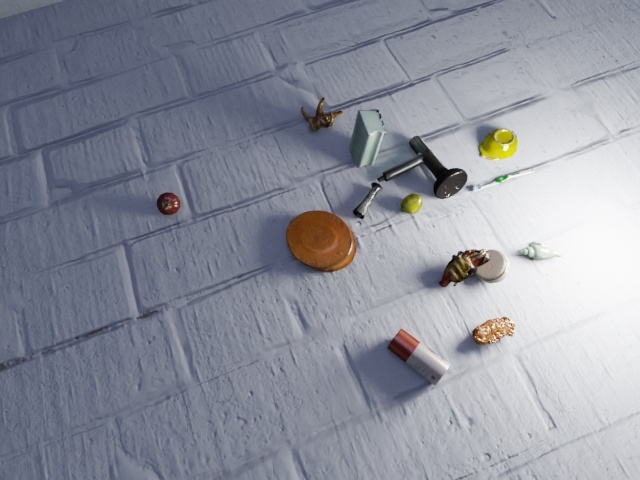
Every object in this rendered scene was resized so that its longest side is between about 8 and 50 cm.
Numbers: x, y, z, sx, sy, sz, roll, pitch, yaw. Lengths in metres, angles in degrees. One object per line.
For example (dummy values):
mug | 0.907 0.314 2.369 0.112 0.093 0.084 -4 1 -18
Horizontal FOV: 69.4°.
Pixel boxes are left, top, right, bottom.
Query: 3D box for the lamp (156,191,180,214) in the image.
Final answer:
lamp | -0.662 -0.160 2.010 0.101 0.090 0.101 1 101 4

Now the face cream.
face cream | 0.359 0.425 1.698 0.214 0.095 0.096 36 72 17

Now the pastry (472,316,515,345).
pastry | 0.648 0.342 1.747 0.170 0.063 0.087 -15 75 -10

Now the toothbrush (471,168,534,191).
toothbrush | 0.805 -0.268 2.036 0.304 0.030 0.030 -17 66 -8

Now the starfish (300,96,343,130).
starfish | 0.010 -0.599 2.189 0.190 0.074 0.146 -16 67 -5

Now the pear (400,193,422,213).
pear | 0.392 -0.156 1.965 0.092 0.097 0.092 14 62 -28

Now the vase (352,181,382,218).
vase | 0.205 -0.174 1.997 0.059 0.059 0.167 30 70 15

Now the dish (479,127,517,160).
dish | 0.816 -0.447 2.086 0.208 0.080 0.148 -34 68 -14

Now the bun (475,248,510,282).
bun | 0.686 0.110 1.834 0.138 0.094 0.138 -18 58 31

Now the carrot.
carrot | 0.000 0.000 1.917 0.307 0.100 0.258 30 72 23

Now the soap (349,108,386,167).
soap | 0.198 -0.441 2.014 0.094 0.261 0.150 -7 64 -11

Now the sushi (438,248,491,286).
sushi | 0.553 0.098 1.818 0.226 0.103 0.097 -40 100 13

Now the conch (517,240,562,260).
conch | 0.883 0.046 1.875 0.180 0.088 0.065 5 109 -2

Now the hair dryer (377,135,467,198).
hair dryer | 0.432 -0.282 2.040 0.284 0.156 0.320 -43 56 5
